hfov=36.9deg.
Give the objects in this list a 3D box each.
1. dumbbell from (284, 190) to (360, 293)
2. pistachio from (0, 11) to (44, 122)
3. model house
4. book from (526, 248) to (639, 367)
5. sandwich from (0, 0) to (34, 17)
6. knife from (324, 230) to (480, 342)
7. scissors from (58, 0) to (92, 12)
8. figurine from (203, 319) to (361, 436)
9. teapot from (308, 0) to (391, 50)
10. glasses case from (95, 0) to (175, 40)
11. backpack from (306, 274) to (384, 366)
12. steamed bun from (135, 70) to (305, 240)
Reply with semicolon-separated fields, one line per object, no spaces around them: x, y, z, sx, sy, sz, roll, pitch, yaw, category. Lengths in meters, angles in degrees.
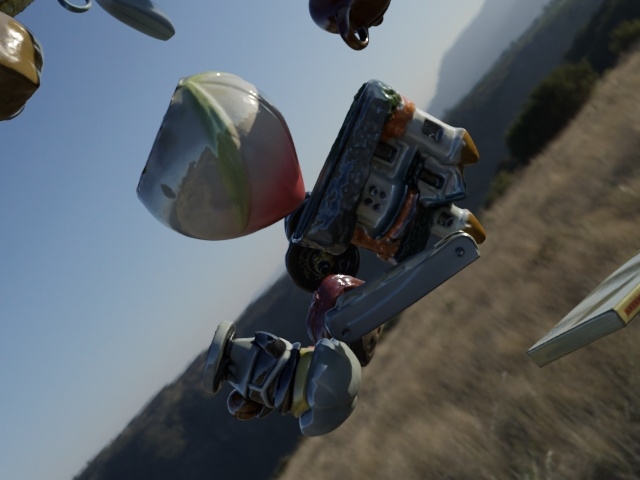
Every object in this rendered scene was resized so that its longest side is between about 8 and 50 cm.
0.000;0.000;2.396;0.185;0.185;0.388;-50;16;14;dumbbell
-0.524;-0.273;1.372;0.163;0.260;0.212;-70;14;-11;pistachio
0.139;-0.067;1.468;0.272;0.300;0.190;-67;12;-5;model house
0.341;0.049;1.057;0.231;0.026;0.161;-35;-6;-31;book
-0.691;-0.512;2.051;0.192;0.058;0.163;-24;47;14;sandwich
0.124;0.067;1.461;0.265;0.073;0.040;-30;16;-8;knife
-0.622;-0.700;2.457;0.029;0.256;0.383;-58;-3;35;scissors
-0.057;0.221;1.501;0.133;0.236;0.176;-68;-12;-56;figurine
0.070;-0.433;1.767;0.178;0.135;0.252;-29;39;32;teapot
-0.294;-0.365;1.507;0.045;0.067;0.178;-39;-26;19;glasses case
0.053;0.177;2.182;0.138;0.229;0.229;7;43;39;backpack
-0.156;-0.133;1.692;0.309;0.309;0.309;-50;-1;-1;steamed bun
